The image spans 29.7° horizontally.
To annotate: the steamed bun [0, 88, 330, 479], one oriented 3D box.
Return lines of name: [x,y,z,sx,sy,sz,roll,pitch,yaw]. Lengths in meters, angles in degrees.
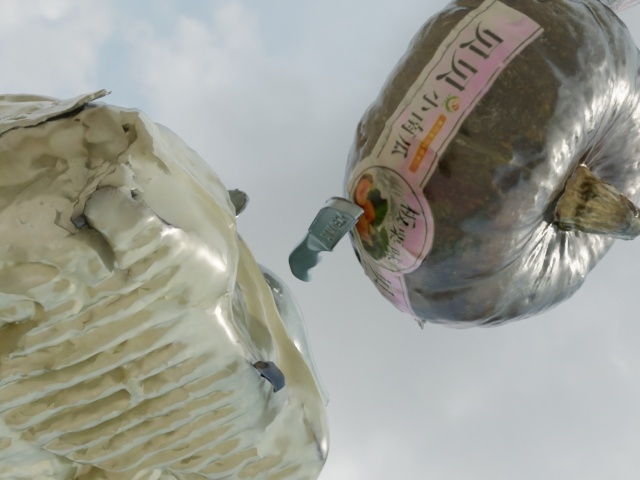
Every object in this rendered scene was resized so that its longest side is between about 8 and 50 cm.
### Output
steamed bun: [-0.168,0.054,0.746,0.394,0.347,0.237,-61,-148,32]

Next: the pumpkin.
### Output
pumpkin: [0.146,-0.051,0.865,0.189,0.260,0.260,38,-90,31]

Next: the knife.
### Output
knife: [0.000,-0.001,0.865,0.015,0.210,0.028,-37,-95,-16]

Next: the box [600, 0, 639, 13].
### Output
box: [0.439,-0.378,1.324,0.264,0.415,0.115,-24,-91,6]

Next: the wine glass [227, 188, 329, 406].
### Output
wine glass: [-0.063,0.065,1.009,0.093,0.202,0.093,-20,-156,9]
